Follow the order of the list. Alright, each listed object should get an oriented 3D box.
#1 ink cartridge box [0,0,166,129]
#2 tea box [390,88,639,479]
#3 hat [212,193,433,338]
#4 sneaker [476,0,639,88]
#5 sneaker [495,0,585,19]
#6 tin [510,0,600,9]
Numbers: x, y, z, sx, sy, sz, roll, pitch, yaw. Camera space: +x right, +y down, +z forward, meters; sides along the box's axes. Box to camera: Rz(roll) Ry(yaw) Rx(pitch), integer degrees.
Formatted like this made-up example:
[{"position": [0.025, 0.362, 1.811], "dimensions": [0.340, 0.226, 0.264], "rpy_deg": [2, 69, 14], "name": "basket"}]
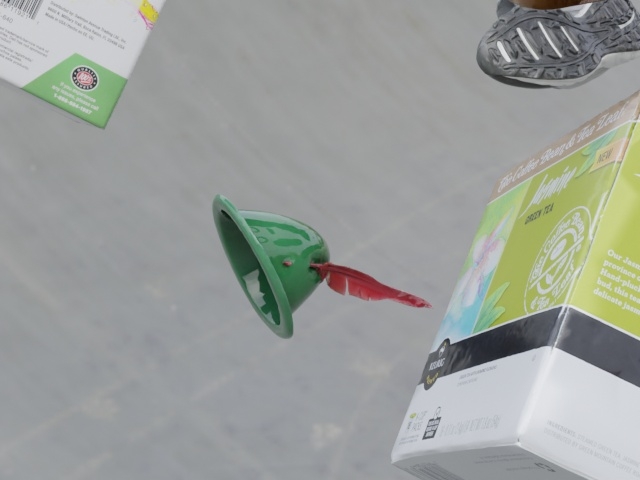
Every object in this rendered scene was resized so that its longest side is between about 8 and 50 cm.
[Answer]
[{"position": [-0.280, -0.292, 1.564], "dimensions": [0.201, 0.278, 0.117], "rpy_deg": [26, -3, -25], "name": "ink cartridge box"}, {"position": [0.256, 0.086, 1.260], "dimensions": [0.220, 0.323, 0.329], "rpy_deg": [26, -17, -9], "name": "tea box"}, {"position": [0.000, 0.000, 1.588], "dimensions": [0.183, 0.208, 0.173], "rpy_deg": [-27, 54, -14], "name": "hat"}, {"position": [0.264, -0.205, 1.587], "dimensions": [0.271, 0.100, 0.108], "rpy_deg": [-16, -18, -45], "name": "sneaker"}, {"position": [0.241, -0.345, 1.841], "dimensions": [0.366, 0.210, 0.137], "rpy_deg": [-14, 37, -22], "name": "sneaker"}, {"position": [0.218, -0.236, 1.098], "dimensions": [0.189, 0.106, 0.040], "rpy_deg": [-9, -27, 5], "name": "tin"}]
